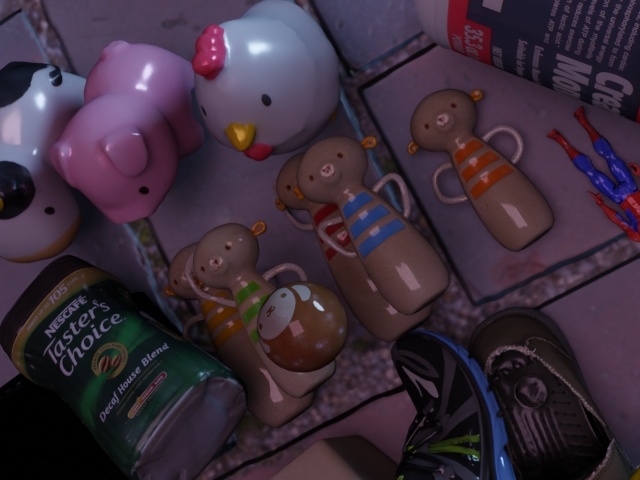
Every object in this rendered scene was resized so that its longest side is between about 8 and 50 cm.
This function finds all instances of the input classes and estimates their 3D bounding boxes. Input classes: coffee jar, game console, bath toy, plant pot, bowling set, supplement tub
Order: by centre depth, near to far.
[{"bbox_3d":[0.209,-0.163,0.644,0.272,0.191,0.191,25,98,16],"label":"supplement tub"},{"bbox_3d":[0.000,0.000,0.717,0.287,0.200,0.154,-38,78,11],"label":"bowling set"},{"bbox_3d":[-0.142,0.087,0.761,0.184,0.079,0.096,32,81,36],"label":"coffee jar"},{"bbox_3d":[-0.140,0.221,0.762,0.213,0.044,0.361,-37,54,7],"label":"game console"},{"bbox_3d":[0.013,0.196,0.764,0.109,0.109,0.096,-41,70,14],"label":"plant pot"},{"bbox_3d":[-0.155,-0.074,0.769,0.348,0.129,0.151,-13,84,25],"label":"bath toy"}]

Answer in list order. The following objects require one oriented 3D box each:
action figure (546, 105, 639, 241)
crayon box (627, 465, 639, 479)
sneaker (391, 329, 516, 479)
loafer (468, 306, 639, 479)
[{"bbox_3d":[0.200,-0.036,0.737,0.038,0.030,0.115,-40,82,9],"label":"action figure"},{"bbox_3d":[0.254,0.336,0.605,0.363,0.106,0.313,42,82,-1],"label":"crayon box"},{"bbox_3d":[0.076,0.139,0.689,0.078,0.067,0.188,-6,60,-12],"label":"sneaker"},{"bbox_3d":[0.165,0.164,0.720,0.094,0.087,0.251,-32,82,15],"label":"loafer"}]
